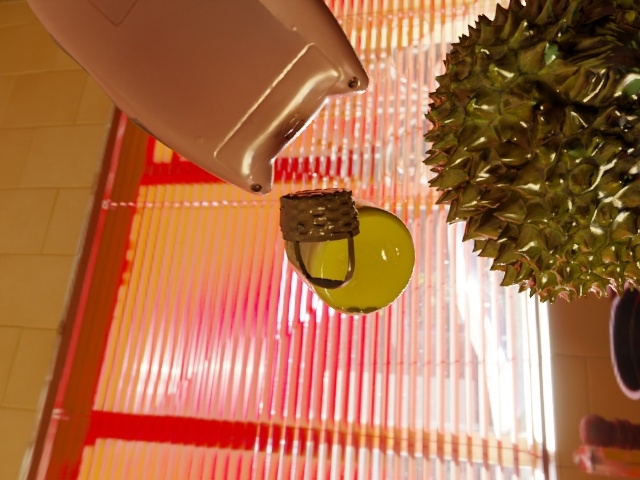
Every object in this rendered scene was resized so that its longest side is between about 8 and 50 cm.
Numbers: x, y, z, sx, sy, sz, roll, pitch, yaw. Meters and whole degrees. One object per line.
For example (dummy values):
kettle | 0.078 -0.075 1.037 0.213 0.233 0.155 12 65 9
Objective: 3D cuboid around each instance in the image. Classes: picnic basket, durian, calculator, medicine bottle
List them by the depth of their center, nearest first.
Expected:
picnic basket | 0.000 0.000 0.432 0.072 0.072 0.083 -44 -50 -71
durian | 0.212 -0.076 0.432 0.225 0.291 0.291 -12 75 63
calculator | -0.126 -0.201 0.486 0.330 0.220 0.048 42 -161 -11
medicine bottle | 0.014 0.000 0.632 0.212 0.122 0.121 -144 47 -65
